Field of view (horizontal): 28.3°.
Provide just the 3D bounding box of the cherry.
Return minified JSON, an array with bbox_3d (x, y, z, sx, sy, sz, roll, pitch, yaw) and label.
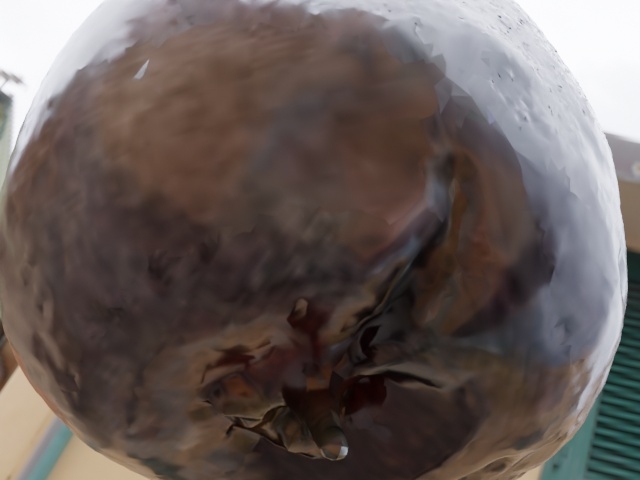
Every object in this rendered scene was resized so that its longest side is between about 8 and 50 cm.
[{"bbox_3d":[0.003,-0.009,0.396,0.195,0.195,0.195,11,-48,13],"label":"cherry"}]
